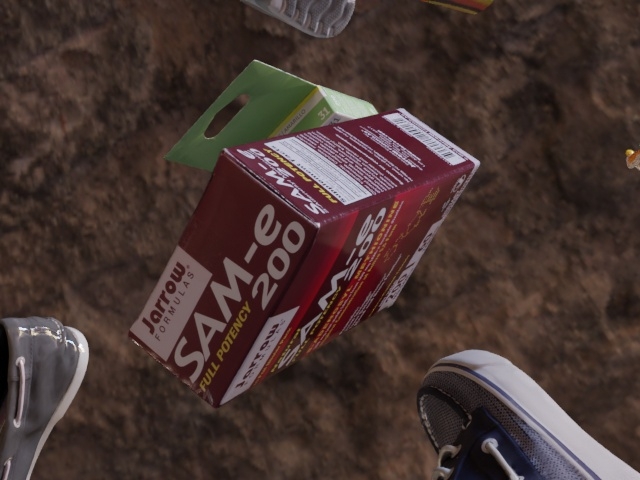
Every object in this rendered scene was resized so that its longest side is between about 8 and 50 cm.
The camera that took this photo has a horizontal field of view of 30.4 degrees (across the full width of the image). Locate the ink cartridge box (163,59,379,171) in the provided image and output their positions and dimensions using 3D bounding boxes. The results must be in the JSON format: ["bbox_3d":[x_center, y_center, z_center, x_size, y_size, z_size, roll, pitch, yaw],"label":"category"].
[{"bbox_3d":[-0.048,-0.115,1.406,0.171,0.056,0.235,-44,-28,23],"label":"ink cartridge box"}]

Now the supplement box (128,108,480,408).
[{"bbox_3d":[0.000,0.000,0.718,0.239,0.073,0.130,-23,-34,-60],"label":"supplement box"}]

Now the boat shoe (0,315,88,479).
[{"bbox_3d":[-0.350,0.233,1.220,0.095,0.112,0.335,22,-91,-46],"label":"boat shoe"}]

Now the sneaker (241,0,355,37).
[{"bbox_3d":[-0.098,-0.321,1.354,0.281,0.115,0.105,34,-93,-27],"label":"sneaker"}]

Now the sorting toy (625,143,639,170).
[{"bbox_3d":[0.459,-0.117,1.578,0.083,0.045,0.075,24,-52,-37],"label":"sorting toy"}]

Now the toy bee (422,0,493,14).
[{"bbox_3d":[0.122,-0.292,1.070,0.195,0.298,0.162,27,-40,2],"label":"toy bee"}]

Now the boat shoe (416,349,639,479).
[{"bbox_3d":[0.115,0.191,0.875,0.158,0.340,0.127,-20,-71,-16],"label":"boat shoe"}]
